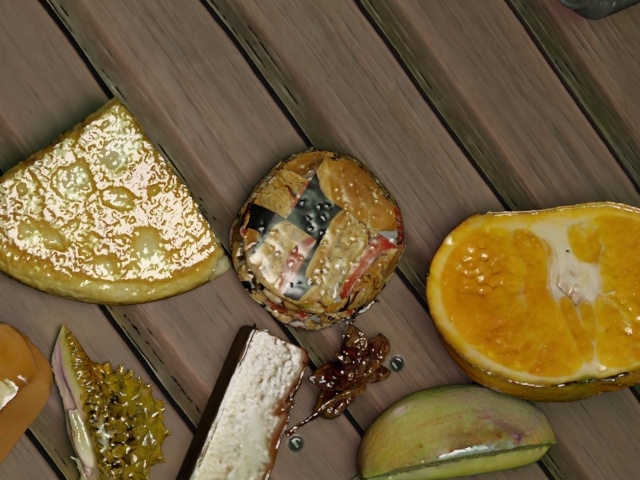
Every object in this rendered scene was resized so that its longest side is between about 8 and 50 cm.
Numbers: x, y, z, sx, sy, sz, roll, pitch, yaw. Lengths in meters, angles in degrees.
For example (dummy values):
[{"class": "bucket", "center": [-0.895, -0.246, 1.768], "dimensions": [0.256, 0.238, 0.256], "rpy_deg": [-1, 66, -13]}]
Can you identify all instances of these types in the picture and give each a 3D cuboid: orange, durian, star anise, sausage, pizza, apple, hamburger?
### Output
[{"class": "orange", "center": [0.291, 0.077, 1.809], "dimensions": [0.310, 0.274, 0.274], "rpy_deg": [6, 87, -32]}, {"class": "durian", "center": [-0.265, 0.204, 1.777], "dimensions": [0.140, 0.078, 0.224], "rpy_deg": [-29, 96, -11]}, {"class": "star anise", "center": [0.020, 0.182, 1.820], "dimensions": [0.190, 0.070, 0.097], "rpy_deg": [-38, 140, -22]}, {"class": "sausage", "center": [-0.422, 0.208, 1.723], "dimensions": [0.136, 0.120, 0.241], "rpy_deg": [29, 79, 24]}, {"class": "pizza", "center": [-0.281, -0.002, 1.777], "dimensions": [0.268, 0.087, 0.258], "rpy_deg": [-34, 100, -10]}, {"class": "apple", "center": [0.172, 0.236, 1.818], "dimensions": [0.265, 0.193, 0.120], "rpy_deg": [-9, 80, -9]}, {"class": "hamburger", "center": [0.000, 0.000, 1.827], "dimensions": [0.231, 0.107, 0.231], "rpy_deg": [2, 81, -12]}]

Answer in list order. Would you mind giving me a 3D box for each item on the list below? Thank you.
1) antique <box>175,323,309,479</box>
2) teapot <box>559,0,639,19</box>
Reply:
[{"class": "antique", "center": [-0.108, 0.260, 1.805], "dimensions": [0.093, 0.087, 0.310], "rpy_deg": [23, 84, -12]}, {"class": "teapot", "center": [0.417, -0.394, 1.904], "dimensions": [0.225, 0.171, 0.203], "rpy_deg": [-9, 60, -18]}]
